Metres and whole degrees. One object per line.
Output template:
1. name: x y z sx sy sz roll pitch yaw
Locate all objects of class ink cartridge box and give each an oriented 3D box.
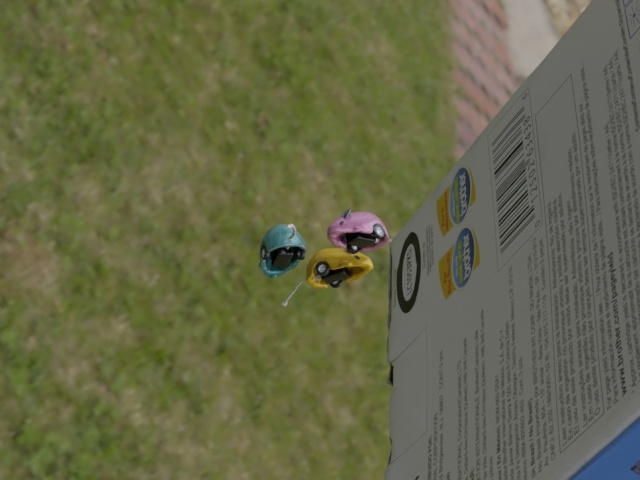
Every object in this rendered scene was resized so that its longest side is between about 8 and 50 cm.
1. ink cartridge box: 0.156 0.041 0.794 0.151 0.395 0.270 22 44 -19

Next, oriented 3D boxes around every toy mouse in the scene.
1. toy mouse: 0.000 0.000 1.388 0.143 0.161 0.031 36 40 -56
